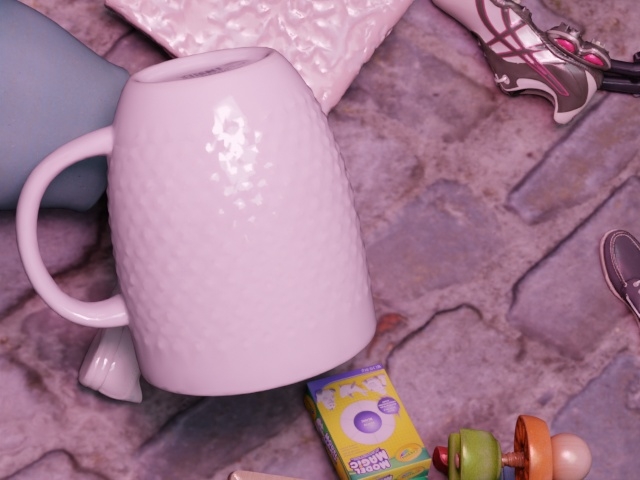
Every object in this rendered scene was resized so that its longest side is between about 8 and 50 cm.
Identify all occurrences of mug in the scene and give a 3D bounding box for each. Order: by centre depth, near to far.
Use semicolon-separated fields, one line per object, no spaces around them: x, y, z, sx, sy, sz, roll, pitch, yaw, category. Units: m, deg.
-0.145;-0.025;1.519;0.374;0.276;0.328;-12;107;-6;mug

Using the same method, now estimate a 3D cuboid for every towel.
-0.060;-0.328;1.771;0.317;0.053;0.332;36;75;-2;towel

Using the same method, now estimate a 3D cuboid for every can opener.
0.421;-0.229;1.923;0.186;0.073;0.059;0;115;-11;can opener

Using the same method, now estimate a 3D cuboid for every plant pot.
-0.366;-0.153;1.603;0.255;0.271;0.271;16;72;-25;plant pot

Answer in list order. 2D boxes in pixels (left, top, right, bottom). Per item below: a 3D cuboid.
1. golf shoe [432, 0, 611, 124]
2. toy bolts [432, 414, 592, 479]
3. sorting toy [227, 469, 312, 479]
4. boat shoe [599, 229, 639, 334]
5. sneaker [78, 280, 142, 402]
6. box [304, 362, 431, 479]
0.250;-0.264;1.856;0.273;0.105;0.120;31;98;10;golf shoe
0.225;0.318;1.634;0.158;0.228;0.218;2;81;-4;toy bolts
0.007;0.412;1.625;0.255;0.089;0.257;10;74;-11;sorting toy
0.440;0.073;1.835;0.075;0.065;0.206;-21;82;-18;boat shoe
-0.209;0.093;1.672;0.094;0.080;0.212;28;77;-18;sneaker
0.059;0.237;1.666;0.105;0.043;0.179;-14;51;-18;box
